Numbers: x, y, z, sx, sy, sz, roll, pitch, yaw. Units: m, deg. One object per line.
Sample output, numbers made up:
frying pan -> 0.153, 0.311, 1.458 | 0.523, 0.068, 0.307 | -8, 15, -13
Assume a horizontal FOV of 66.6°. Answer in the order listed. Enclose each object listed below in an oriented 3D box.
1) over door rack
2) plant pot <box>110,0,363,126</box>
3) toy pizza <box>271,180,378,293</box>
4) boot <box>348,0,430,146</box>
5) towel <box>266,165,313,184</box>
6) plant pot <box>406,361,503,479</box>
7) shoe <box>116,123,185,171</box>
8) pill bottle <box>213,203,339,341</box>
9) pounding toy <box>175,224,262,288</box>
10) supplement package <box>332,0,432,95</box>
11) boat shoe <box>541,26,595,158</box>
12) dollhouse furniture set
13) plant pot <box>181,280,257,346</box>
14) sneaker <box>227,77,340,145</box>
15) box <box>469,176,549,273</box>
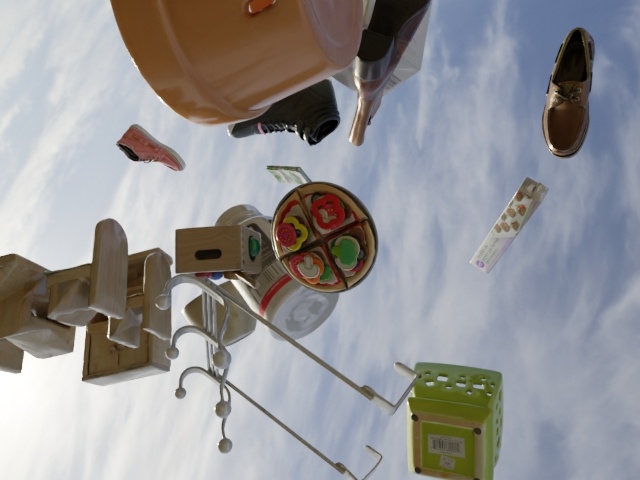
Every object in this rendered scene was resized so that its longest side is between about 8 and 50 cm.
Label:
over door rack -> -0.064, 0.200, 0.626 | 0.324, 0.239, 0.108 | 22, -135, 13
plant pot -> -0.075, -0.296, 0.600 | 0.203, 0.291, 0.291 | 1, -107, 26
toy pizza -> 0.000, 0.000, 0.833 | 0.201, 0.032, 0.201 | 7, -72, 22
boot -> 0.143, -0.367, 1.024 | 0.096, 0.280, 0.264 | 20, -109, 9
towel -> -0.112, -0.232, 1.770 | 0.152, 0.113, 0.023 | 7, -113, 32
plant pot -> 0.322, 0.450, 1.188 | 0.228, 0.207, 0.227 | 2, -79, 22
shoe -> -0.458, -0.230, 1.317 | 0.063, 0.178, 0.081 | -29, -152, 52
pill bottle -> -0.114, 0.055, 1.080 | 0.176, 0.176, 0.318 | -53, -128, 11
pounding toy -> -0.151, 0.032, 0.789 | 0.141, 0.130, 0.100 | -4, -97, 9
supplement package -> 0.138, -0.517, 1.158 | 0.177, 0.175, 0.293 | -22, -131, 54
boat shoe -> 0.601, -0.360, 1.192 | 0.110, 0.104, 0.307 | 4, -94, 31
dollhouse furniture set -> -0.437, 0.089, 0.874 | 0.362, 0.394, 0.256 | -14, -118, 9
plant pot -> -0.347, 0.286, 1.829 | 0.284, 0.284, 0.191 | -35, -103, 26
sneaker -> -0.084, -0.292, 1.215 | 0.295, 0.104, 0.147 | -24, -106, 3
box -> 0.492, -0.031, 1.294 | 0.063, 0.324, 0.067 | 34, -124, 16
